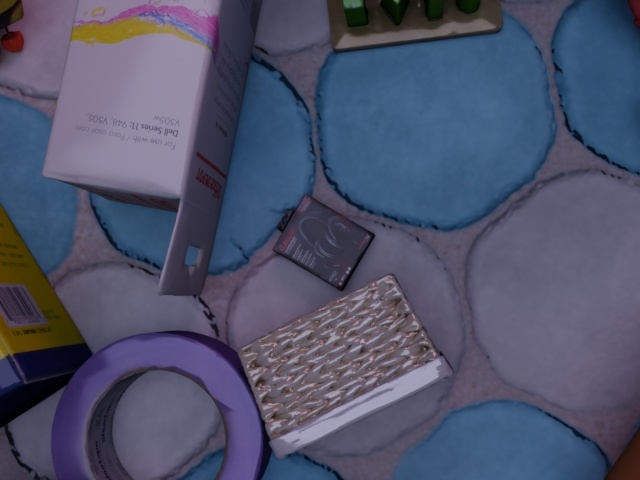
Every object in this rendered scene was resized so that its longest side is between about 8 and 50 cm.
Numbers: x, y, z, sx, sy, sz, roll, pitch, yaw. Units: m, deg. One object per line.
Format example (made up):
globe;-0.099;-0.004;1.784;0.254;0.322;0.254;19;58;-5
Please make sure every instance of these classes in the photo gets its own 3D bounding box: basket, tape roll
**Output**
basket;0.022;0.108;0.891;0.167;0.113;0.103;-26;81;3
tape roll;-0.140;0.177;0.915;0.189;0.080;0.189;0;87;6

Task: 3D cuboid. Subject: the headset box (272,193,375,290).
headset box;0.000;0.000;0.938;0.083;0.032;0.062;31;90;4

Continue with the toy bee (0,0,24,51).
toy bee;-0.342;-0.246;0.933;0.195;0.162;0.298;-15;54;-11

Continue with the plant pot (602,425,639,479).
plant pot;0.343;0.228;0.787;0.291;0.291;0.203;44;107;6

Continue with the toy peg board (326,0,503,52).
toy peg board;0.080;-0.268;0.924;0.161;0.079;0.161;-6;86;4

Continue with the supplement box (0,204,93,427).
supplement box;-0.392;0.018;0.889;0.194;0.195;0.356;-33;85;2

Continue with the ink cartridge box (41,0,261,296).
ink cartridge box;-0.137;-0.134;0.869;0.119;0.207;0.353;10;87;3

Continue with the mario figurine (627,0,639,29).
mario figurine;0.357;-0.198;0.846;0.198;0.170;0.321;-11;76;38
